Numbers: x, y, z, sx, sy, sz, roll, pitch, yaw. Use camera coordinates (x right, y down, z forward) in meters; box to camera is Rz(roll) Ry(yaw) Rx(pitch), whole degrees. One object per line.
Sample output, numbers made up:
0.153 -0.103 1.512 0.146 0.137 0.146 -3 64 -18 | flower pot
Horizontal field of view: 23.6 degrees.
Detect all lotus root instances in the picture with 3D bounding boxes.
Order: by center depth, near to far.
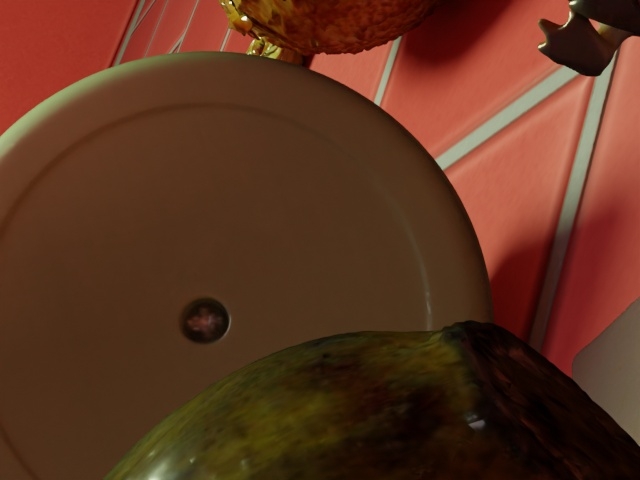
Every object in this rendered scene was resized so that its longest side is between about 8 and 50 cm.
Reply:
-0.008 0.194 0.521 0.346 0.250 0.250 -57 17 17 | lotus root

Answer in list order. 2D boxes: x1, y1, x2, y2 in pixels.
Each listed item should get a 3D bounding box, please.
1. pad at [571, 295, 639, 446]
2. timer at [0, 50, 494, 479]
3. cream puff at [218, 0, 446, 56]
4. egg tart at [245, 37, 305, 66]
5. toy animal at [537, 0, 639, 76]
0.157 0.038 0.634 0.188 0.006 0.113 -52 20 41 | pad
-0.057 0.075 0.904 0.315 0.291 0.291 89 -158 -76 | timer
0.032 -0.298 1.166 0.350 0.229 0.350 180 90 -71 | cream puff
-0.054 -0.178 1.612 0.130 0.052 0.130 -55 19 30 | egg tart
0.137 -0.151 0.681 0.272 0.197 0.160 -39 33 50 | toy animal
